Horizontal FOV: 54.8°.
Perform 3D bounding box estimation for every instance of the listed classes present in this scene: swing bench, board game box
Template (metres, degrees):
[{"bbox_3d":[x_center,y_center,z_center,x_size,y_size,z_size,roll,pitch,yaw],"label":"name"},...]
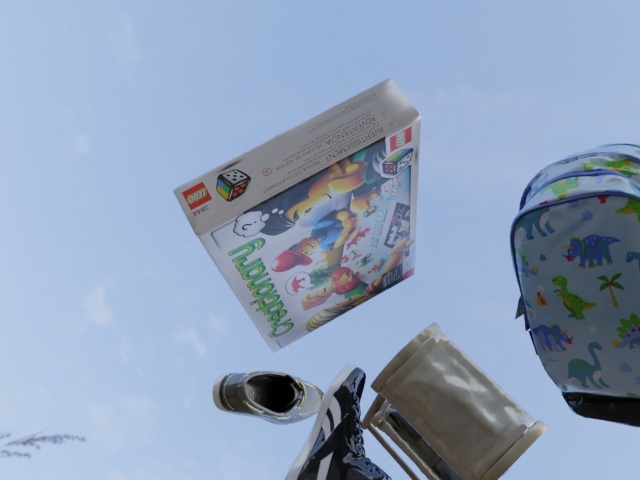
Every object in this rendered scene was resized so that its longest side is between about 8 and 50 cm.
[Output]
[{"bbox_3d":[0.221,0.331,1.105,0.253,0.165,0.254,44,-28,27],"label":"swing bench"},{"bbox_3d":[0.000,0.000,0.597,0.193,0.305,0.053,-29,-117,-6],"label":"board game box"}]

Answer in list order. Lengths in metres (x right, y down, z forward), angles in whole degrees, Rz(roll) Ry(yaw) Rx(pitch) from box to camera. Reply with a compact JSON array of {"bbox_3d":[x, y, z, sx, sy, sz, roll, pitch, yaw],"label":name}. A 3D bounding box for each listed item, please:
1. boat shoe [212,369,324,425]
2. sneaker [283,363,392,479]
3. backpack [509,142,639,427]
[{"bbox_3d":[-0.088,0.339,1.334,0.091,0.305,0.109,-18,-117,39],"label":"boat shoe"},{"bbox_3d":[0.047,0.270,0.807,0.121,0.217,0.079,13,-39,23],"label":"sneaker"},{"bbox_3d":[0.387,0.053,0.773,0.290,0.273,0.355,-8,-94,54],"label":"backpack"}]
